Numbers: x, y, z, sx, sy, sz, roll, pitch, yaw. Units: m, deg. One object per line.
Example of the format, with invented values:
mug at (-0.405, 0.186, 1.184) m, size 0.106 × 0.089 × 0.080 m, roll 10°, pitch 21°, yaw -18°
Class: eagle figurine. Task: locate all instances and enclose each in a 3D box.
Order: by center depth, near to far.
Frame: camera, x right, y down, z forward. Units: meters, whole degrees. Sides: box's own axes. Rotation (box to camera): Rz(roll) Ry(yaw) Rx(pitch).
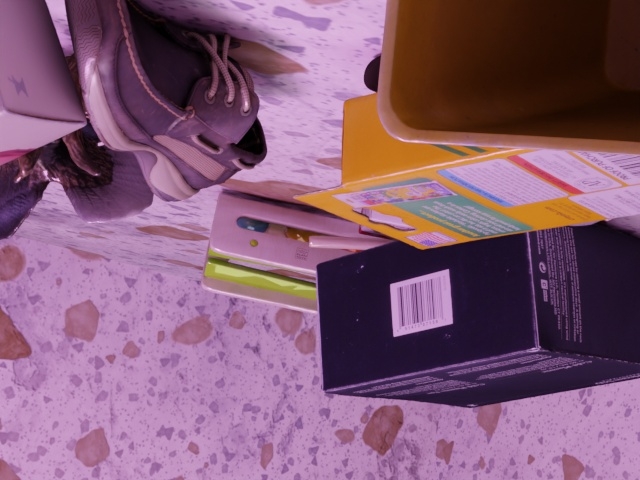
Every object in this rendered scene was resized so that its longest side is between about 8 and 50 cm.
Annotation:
eagle figurine at (-0.314, -0.108, 1.307) m, size 0.226 × 0.225 × 0.298 m, roll 4°, pitch 166°, yaw -34°

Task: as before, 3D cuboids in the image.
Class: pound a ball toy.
pound a ball toy at (0.000, 0.000, 1.902) m, size 0.319 × 0.135 × 0.208 m, roll 11°, pitch 146°, yaw -5°

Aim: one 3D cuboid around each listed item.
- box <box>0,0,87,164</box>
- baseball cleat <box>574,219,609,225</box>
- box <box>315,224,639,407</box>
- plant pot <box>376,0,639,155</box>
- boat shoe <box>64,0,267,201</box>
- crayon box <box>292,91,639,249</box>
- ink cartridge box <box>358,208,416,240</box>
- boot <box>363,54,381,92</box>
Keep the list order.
box at (-0.325, -0.116, 1.008) m, size 0.232 × 0.148 × 0.127 m, roll -22°, pitch 173°, yaw 17°
baseball cleat at (0.218, -0.059, 1.330) m, size 0.109 × 0.072 × 0.206 m, roll 26°, pitch 160°, yaw -38°
box at (0.222, 0.099, 1.679) m, size 0.343 × 0.179 × 0.312 m, roll -17°, pitch 159°, yaw 41°
plant pot at (0.163, -0.134, 0.513) m, size 0.212 × 0.212 × 0.187 m, roll 6°, pitch -176°, yaw 26°
boat shoe at (-0.124, -0.139, 1.135) m, size 0.130 × 0.132 × 0.355 m, roll -16°, pitch 166°, yaw 4°
crayon box at (0.163, -0.073, 1.089) m, size 0.323 × 0.083 × 0.203 m, roll -10°, pitch 160°, yaw 37°
ink cartridge box at (0.106, -0.035, 1.669) m, size 0.099 × 0.056 × 0.135 m, roll 11°, pitch 172°, yaw -2°
boot at (0.109, -0.131, 1.119) m, size 0.106 × 0.037 × 0.114 m, roll 6°, pitch 175°, yaw 43°
